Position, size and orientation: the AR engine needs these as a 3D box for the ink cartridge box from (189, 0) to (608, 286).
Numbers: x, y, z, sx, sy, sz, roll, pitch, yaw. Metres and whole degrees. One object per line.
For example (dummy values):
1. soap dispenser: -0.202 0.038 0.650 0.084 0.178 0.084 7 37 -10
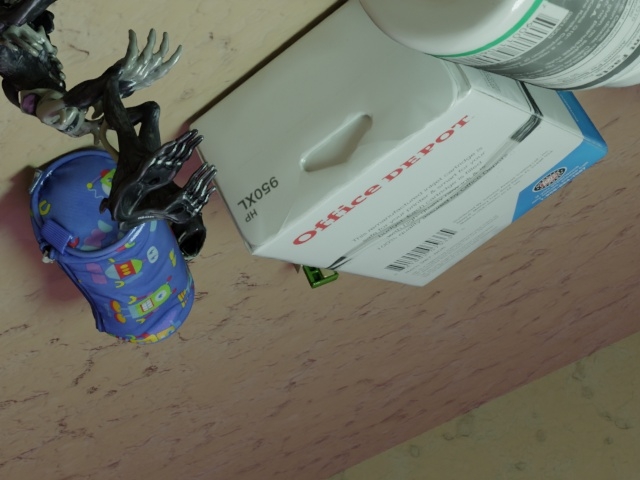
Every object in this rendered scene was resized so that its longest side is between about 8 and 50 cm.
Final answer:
1. ink cartridge box: 0.093 -0.105 1.737 0.285 0.166 0.395 -37 158 20

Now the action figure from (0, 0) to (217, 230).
1. action figure: -0.176 -0.135 1.217 0.141 0.275 0.164 -40 158 0

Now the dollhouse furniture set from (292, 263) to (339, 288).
1. dollhouse furniture set: 0.000 0.000 2.015 0.076 0.058 0.151 -21 158 -20

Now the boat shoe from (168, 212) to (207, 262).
1. boat shoe: -0.152 0.001 1.859 0.046 0.038 0.125 -19 157 -22

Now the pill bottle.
1. pill bottle: 0.201 -0.247 1.492 0.204 0.204 0.361 -39 157 26

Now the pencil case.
1. pencil case: -0.214 0.014 1.697 0.133 0.119 0.306 -41 161 -10
